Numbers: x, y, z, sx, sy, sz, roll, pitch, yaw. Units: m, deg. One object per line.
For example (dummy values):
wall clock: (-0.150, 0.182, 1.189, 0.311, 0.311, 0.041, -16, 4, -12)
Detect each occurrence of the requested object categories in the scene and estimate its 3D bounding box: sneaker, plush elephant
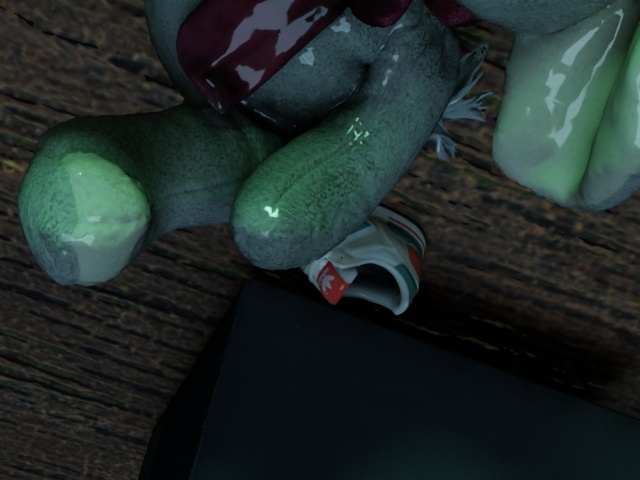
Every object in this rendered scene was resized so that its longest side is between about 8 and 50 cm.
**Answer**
sneaker: (0.000, 0.000, 0.702, 0.161, 0.075, 0.057, 24, 131, -14)
plush elephant: (0.031, -0.135, 0.458, 0.330, 0.272, 0.255, 6, 155, -37)

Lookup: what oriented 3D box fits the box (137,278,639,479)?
box: (0.039, 0.222, 0.785, 0.343, 0.179, 0.312, 21, 147, -11)
